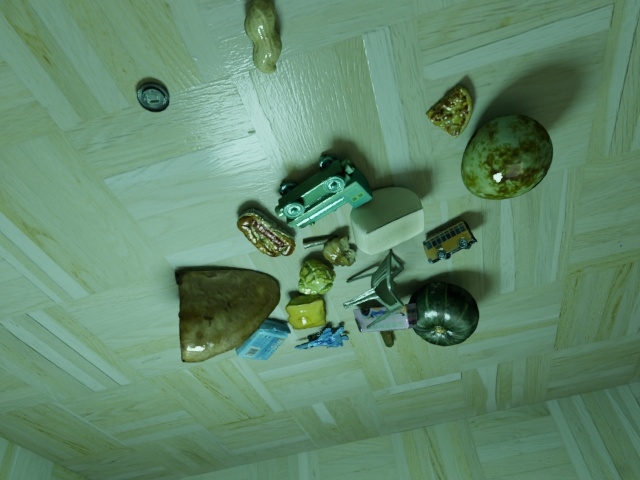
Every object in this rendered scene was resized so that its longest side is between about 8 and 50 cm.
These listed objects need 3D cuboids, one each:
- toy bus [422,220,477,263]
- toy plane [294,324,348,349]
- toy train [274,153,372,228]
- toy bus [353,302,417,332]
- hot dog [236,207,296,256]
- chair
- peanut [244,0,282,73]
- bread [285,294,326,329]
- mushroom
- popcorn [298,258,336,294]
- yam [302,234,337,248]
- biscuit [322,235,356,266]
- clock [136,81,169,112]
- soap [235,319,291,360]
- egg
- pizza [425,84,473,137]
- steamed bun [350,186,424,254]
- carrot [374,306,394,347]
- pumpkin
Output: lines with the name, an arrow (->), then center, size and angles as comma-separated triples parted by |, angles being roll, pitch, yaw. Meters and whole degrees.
toy bus -> 0.466, 0.007, 1.801 | 0.182, 0.103, 0.091 | -30, 162, 22
toy plane -> -0.001, 0.451, 2.229 | 0.246, 0.078, 0.169 | -11, 137, 13
toy train -> 0.005, -0.140, 1.568 | 0.298, 0.120, 0.194 | -30, 138, 22
toy bus -> 0.263, 0.314, 2.021 | 0.274, 0.112, 0.090 | -14, 170, 43
hot dog -> -0.189, -0.022, 1.695 | 0.131, 0.069, 0.252 | -28, 132, 22
chair -> 0.226, 0.176, 1.881 | 0.190, 0.203, 0.274 | 37, 127, -24
peanut -> -0.138, -0.493, 1.195 | 0.082, 0.082, 0.187 | -10, 138, 1
bread -> -0.058, 0.295, 2.047 | 0.160, 0.088, 0.233 | -3, 140, 2
mushroom -> -0.333, 0.275, 1.843 | 0.397, 0.314, 0.224 | -3, 141, -13
popcorn -> -0.012, 0.133, 1.846 | 0.162, 0.141, 0.136 | -22, 100, -15
yam -> 0.000, 0.000, 1.780 | 0.129, 0.027, 0.033 | -16, 93, 2
biscuit -> 0.069, 0.053, 1.806 | 0.118, 0.061, 0.183 | -13, 150, 14
clock -> -0.444, -0.381, 1.309 | 0.085, 0.017, 0.085 | -5, 137, -4
soap -> -0.261, 0.443, 2.176 | 0.156, 0.077, 0.293 | 18, 132, -27
egg -> 0.543, -0.237, 1.459 | 0.238, 0.238, 0.289 | 7, 148, -16
pizza -> 0.379, -0.363, 1.434 | 0.134, 0.046, 0.175 | -15, 137, 7
steamed bun -> 0.212, -0.075, 1.625 | 0.241, 0.164, 0.146 | -26, 139, -9
carrot -> 0.297, 0.408, 2.237 | 0.070, 0.070, 0.342 | -16, 138, 8
pumpkin -> 0.505, 0.303, 2.045 | 0.300, 0.207, 0.300 | 8, 134, 8
